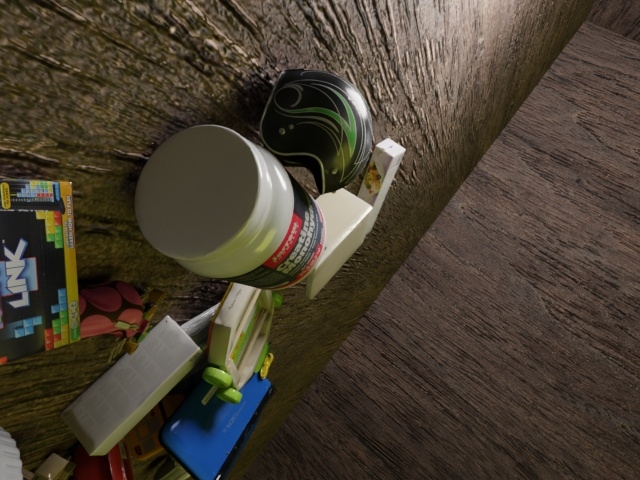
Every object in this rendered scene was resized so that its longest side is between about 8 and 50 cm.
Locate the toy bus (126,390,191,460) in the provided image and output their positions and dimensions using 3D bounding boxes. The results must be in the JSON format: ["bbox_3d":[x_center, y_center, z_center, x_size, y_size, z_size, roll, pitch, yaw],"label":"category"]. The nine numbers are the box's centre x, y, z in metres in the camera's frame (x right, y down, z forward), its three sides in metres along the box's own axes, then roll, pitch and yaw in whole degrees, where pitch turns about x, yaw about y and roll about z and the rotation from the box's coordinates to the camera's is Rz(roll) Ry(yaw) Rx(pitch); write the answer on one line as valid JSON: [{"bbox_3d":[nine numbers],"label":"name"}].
[{"bbox_3d":[-0.345,0.468,1.036,0.130,0.108,0.332,-28,158,-6],"label":"toy bus"}]

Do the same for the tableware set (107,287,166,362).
[{"bbox_3d":[-0.297,0.140,0.679,0.154,0.024,0.104,-56,180,30],"label":"tableware set"}]

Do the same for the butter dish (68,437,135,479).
[{"bbox_3d":[-0.455,0.470,0.823,0.118,0.159,0.160,-16,147,-21],"label":"butter dish"}]

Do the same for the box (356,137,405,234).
[{"bbox_3d":[0.152,-0.139,1.179,0.067,0.063,0.323,-34,154,-37],"label":"box"}]

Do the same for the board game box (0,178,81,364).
[{"bbox_3d":[-0.304,0.028,0.370,0.141,0.048,0.170,-13,105,-62],"label":"board game box"}]

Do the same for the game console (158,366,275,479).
[{"bbox_3d":[-0.250,0.450,0.974,0.173,0.250,0.293,-33,-169,32],"label":"game console"}]

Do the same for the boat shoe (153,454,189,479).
[{"bbox_3d":[-0.394,0.627,1.274,0.320,0.103,0.118,-41,-163,-19],"label":"boat shoe"}]

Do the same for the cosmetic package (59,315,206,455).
[{"bbox_3d":[-0.338,0.263,0.751,0.239,0.099,0.060,-44,162,-18],"label":"cosmetic package"}]

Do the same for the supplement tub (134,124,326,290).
[{"bbox_3d":[-0.111,-0.031,0.600,0.191,0.191,0.272,-52,161,0],"label":"supplement tub"}]

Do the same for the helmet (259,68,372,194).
[{"bbox_3d":[-0.002,-0.159,0.604,0.169,0.162,0.169,-160,-90,-84],"label":"helmet"}]

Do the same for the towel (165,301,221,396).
[{"bbox_3d":[-0.278,0.259,0.973,0.209,0.034,0.284,-29,151,-46],"label":"towel"}]

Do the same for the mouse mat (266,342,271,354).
[{"bbox_3d":[-0.243,0.445,1.412,0.153,0.007,0.189,-29,151,-47],"label":"mouse mat"}]

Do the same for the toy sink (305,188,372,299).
[{"bbox_3d":[0.000,0.000,0.989,0.234,0.131,0.152,-46,160,-29],"label":"toy sink"}]

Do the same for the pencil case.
[{"bbox_3d":[-0.322,0.099,0.500,0.095,0.098,0.209,-58,159,15],"label":"pencil case"}]

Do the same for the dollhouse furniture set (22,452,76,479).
[{"bbox_3d":[-0.493,0.391,0.695,0.181,0.101,0.161,-55,-175,9],"label":"dollhouse furniture set"}]

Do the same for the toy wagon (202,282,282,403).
[{"bbox_3d":[-0.164,0.223,0.918,0.344,0.068,0.267,90,18,-53],"label":"toy wagon"}]

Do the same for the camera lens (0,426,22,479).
[{"bbox_3d":[-0.393,0.196,0.256,0.219,0.219,0.274,-48,143,-12],"label":"camera lens"}]
